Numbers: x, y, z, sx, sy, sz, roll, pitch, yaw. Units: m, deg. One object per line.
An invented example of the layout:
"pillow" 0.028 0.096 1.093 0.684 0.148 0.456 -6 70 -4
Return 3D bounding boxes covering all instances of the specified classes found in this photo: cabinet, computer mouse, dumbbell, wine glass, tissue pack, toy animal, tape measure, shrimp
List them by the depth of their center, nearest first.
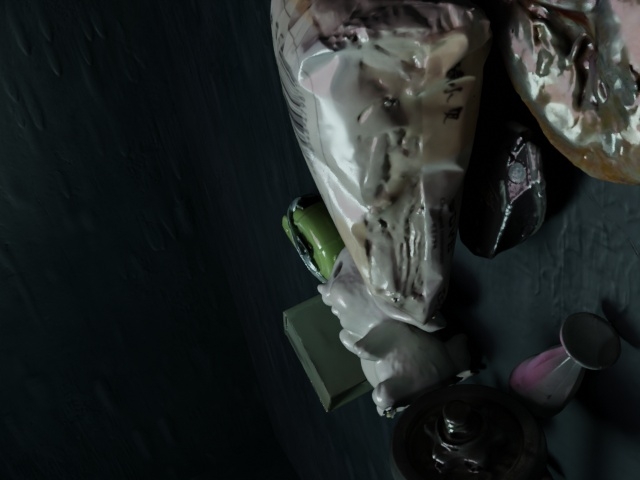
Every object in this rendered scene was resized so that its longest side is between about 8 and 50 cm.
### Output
"shrimp" 0.203 -0.189 0.554 0.317 0.062 0.164 63 159 1
"computer mouse" 0.201 -0.049 0.718 0.192 0.062 0.106 107 152 -57
"wine glass" 0.268 0.139 0.745 0.073 0.073 0.155 58 159 28
"tissue pack" 0.055 -0.148 0.769 0.390 0.195 0.375 -107 7 -45
"dumbbell" 0.203 0.346 0.822 0.179 0.179 0.406 41 154 56
"toy animal" 0.118 0.129 1.023 0.249 0.174 0.289 -177 64 -84
"tape measure" 0.000 0.000 1.310 0.200 0.106 0.175 59 165 19
"cabinet" 0.034 0.229 1.419 0.206 0.150 0.145 60 166 22

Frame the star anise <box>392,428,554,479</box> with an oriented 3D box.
"star anise" 0.220 0.304 0.973 0.236 0.093 0.229 19 142 23
